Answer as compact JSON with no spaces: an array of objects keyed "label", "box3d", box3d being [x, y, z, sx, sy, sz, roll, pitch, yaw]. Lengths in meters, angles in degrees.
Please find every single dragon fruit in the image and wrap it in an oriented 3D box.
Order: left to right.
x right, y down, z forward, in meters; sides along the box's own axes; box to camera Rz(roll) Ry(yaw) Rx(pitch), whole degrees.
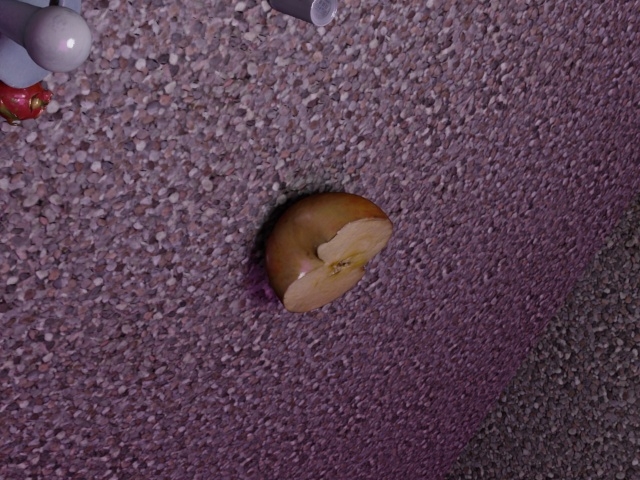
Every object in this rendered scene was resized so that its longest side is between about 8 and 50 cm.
[{"label":"dragon fruit","box3d":[-0.469,-0.224,1.314,0.116,0.081,0.086,31,107,-21]}]

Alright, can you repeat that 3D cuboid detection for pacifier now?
[{"label":"pacifier","box3d":[-0.396,-0.304,1.160,0.299,0.233,0.244,-13,130,-61]}]

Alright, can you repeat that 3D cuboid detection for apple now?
[{"label":"apple","box3d":[0.000,0.000,1.862,0.251,0.163,0.293,-2,138,-53]}]

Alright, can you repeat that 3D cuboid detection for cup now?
[{"label":"cup","box3d":[-0.023,-0.430,1.506,0.074,0.116,0.104,18,103,-50]}]
